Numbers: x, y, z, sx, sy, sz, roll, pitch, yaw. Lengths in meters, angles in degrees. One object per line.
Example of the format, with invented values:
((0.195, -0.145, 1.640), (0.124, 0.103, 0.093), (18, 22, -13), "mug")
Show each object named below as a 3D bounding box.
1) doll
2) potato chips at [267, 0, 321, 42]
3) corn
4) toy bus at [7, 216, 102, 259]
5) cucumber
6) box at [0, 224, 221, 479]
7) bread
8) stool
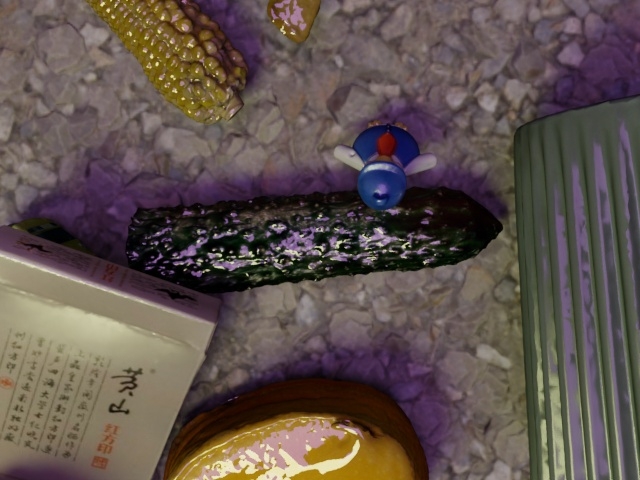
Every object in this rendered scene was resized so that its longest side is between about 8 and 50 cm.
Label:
((0.059, -0.070, 0.668), (0.098, 0.143, 0.058), (7, 124, 5), "doll")
((0.028, -0.382, 0.663), (0.057, 0.080, 0.407), (19, 96, -17), "potato chips")
((-0.172, -0.230, 0.683), (0.086, 0.086, 0.288), (-40, 92, 6), "corn")
((-0.312, 0.059, 0.718), (0.175, 0.088, 0.101), (-44, 91, 7), "toy bus")
((0.000, 0.000, 0.697), (0.359, 0.096, 0.096), (-5, 96, 4), "cucumber")
((-0.251, 0.179, 0.683), (0.204, 0.051, 0.365), (20, 114, -11), "box")
((-0.027, 0.242, 0.701), (0.269, 0.142, 0.195), (-14, 93, 2), "bread")
((0.312, 0.047, 0.602), (0.297, 0.297, 0.330), (-7, 92, 3), "stool")
